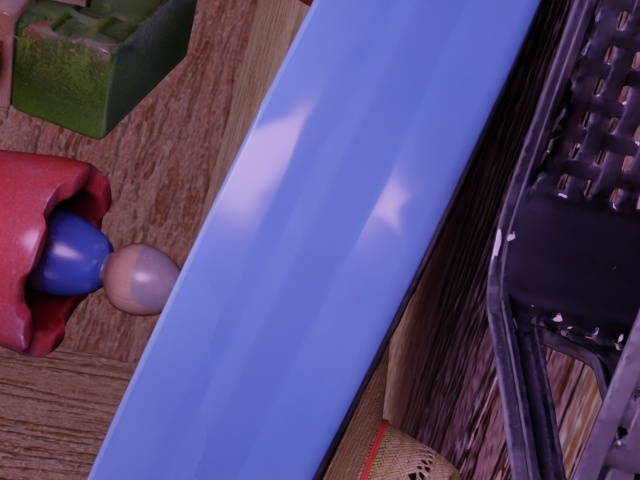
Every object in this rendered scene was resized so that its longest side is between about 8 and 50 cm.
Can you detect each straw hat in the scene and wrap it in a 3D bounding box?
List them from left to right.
[{"bbox_3d":[0.024,0.109,0.770,0.144,0.061,0.144,-155,90,-90],"label":"straw hat"}]

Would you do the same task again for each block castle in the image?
[{"bbox_3d":[-0.064,-0.183,0.877,0.453,0.213,0.303,-53,-21,-54],"label":"block castle"}]

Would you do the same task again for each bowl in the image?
[{"bbox_3d":[0.000,0.000,0.811,0.391,0.077,0.391,26,-90,-89],"label":"bowl"}]

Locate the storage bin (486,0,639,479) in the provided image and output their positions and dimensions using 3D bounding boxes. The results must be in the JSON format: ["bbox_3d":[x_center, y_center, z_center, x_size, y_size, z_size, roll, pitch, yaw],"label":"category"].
[{"bbox_3d":[0.100,-0.031,0.357,0.122,0.084,0.180,-90,14,-62],"label":"storage bin"}]
